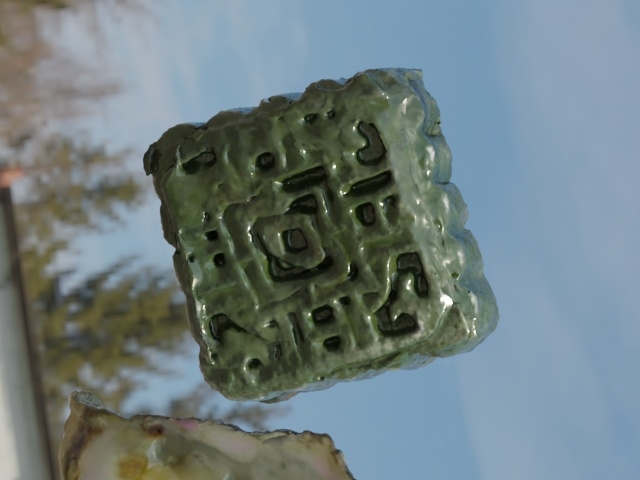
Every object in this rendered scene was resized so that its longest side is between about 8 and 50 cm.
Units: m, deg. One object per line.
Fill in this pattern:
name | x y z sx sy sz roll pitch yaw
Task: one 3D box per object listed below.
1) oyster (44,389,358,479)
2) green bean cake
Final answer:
oyster | -0.030 0.142 0.809 0.072 0.209 0.132 30 71 -66
green bean cake | 0.000 0.000 1.146 0.094 0.173 0.181 -17 93 -75
